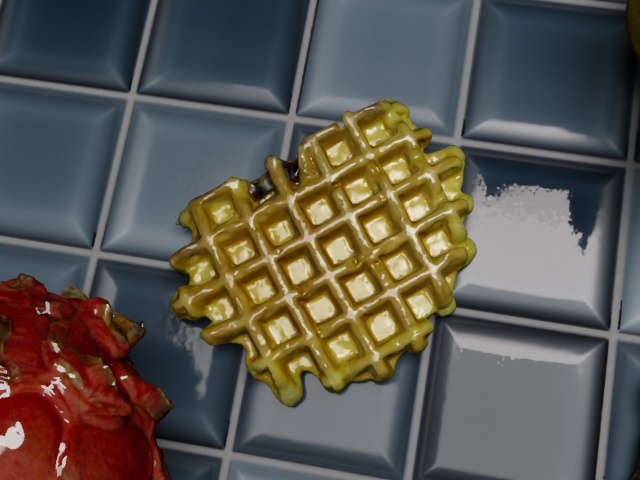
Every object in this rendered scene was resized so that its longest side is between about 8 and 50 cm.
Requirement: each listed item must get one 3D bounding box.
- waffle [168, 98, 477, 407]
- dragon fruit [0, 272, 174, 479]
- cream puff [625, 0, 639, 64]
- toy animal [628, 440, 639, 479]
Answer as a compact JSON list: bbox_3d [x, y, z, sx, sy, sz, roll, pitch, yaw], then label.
[{"bbox_3d":[0.001,0.000,0.816,0.283,0.065,0.309,16,77,7],"label":"waffle"},{"bbox_3d":[-0.258,0.191,0.687,0.278,0.277,0.342,21,74,9],"label":"dragon fruit"},{"bbox_3d":[0.387,-0.209,0.700,0.291,0.324,0.257,-30,74,23],"label":"cream puff"},{"bbox_3d":[0.314,0.146,0.755,0.116,0.114,0.255,-4,66,47],"label":"toy animal"}]
